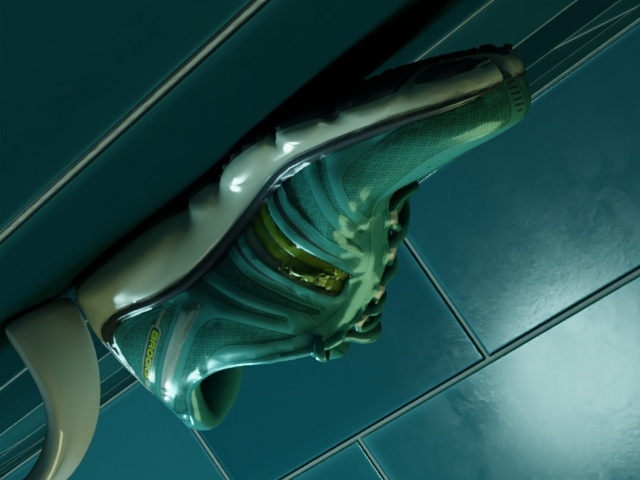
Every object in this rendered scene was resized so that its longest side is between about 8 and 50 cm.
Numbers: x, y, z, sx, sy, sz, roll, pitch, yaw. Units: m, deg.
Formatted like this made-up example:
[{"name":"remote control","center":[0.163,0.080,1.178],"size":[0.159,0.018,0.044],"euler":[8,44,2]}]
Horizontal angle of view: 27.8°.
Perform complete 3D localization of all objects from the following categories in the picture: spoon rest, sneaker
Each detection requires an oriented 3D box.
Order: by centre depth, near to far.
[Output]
[{"name":"sneaker","center":[0.000,0.000,0.622],"size":[0.275,0.110,0.107],"euler":[-37,177,35]},{"name":"spoon rest","center":[-0.219,0.138,0.701],"size":[0.276,0.084,0.137],"euler":[-36,177,25]}]
